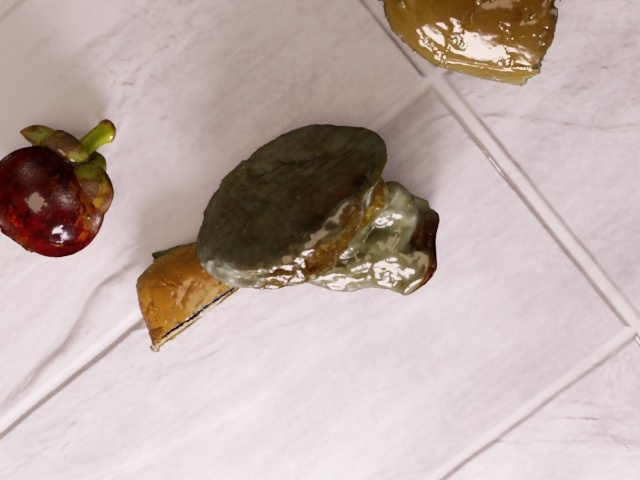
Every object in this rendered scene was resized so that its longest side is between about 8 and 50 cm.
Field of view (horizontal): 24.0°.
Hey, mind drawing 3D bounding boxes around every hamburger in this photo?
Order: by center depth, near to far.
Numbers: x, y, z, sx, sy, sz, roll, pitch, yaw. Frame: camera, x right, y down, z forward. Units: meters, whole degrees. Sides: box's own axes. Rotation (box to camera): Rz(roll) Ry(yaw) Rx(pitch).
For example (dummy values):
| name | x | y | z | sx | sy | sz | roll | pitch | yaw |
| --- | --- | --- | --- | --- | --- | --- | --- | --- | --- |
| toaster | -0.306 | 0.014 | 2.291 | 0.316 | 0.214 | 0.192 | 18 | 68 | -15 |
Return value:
| name | x | y | z | sx | sy | sz | roll | pitch | yaw |
| --- | --- | --- | --- | --- | --- | --- | --- | --- | --- |
| hamburger | 0.170 | -0.335 | 1.730 | 0.211 | 0.132 | 0.308 | 4 | 104 | 2 |
| hamburger | -0.169 | 0.052 | 1.862 | 0.176 | 0.087 | 0.102 | -38 | 98 | 14 |

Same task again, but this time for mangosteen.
| name | x | y | z | sx | sy | sz | roll | pitch | yaw |
| --- | --- | --- | --- | --- | --- | --- | --- | --- | --- |
| mangosteen | -0.319 | -0.070 | 1.819 | 0.156 | 0.146 | 0.181 | 38 | 102 | 0 |

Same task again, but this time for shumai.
| name | x | y | z | sx | sy | sz | roll | pitch | yaw |
| --- | --- | --- | --- | --- | --- | --- | --- | --- | --- |
| shumai | 0.000 | 0.000 | 1.805 | 0.272 | 0.222 | 0.203 | -8 | 137 | 29 |
